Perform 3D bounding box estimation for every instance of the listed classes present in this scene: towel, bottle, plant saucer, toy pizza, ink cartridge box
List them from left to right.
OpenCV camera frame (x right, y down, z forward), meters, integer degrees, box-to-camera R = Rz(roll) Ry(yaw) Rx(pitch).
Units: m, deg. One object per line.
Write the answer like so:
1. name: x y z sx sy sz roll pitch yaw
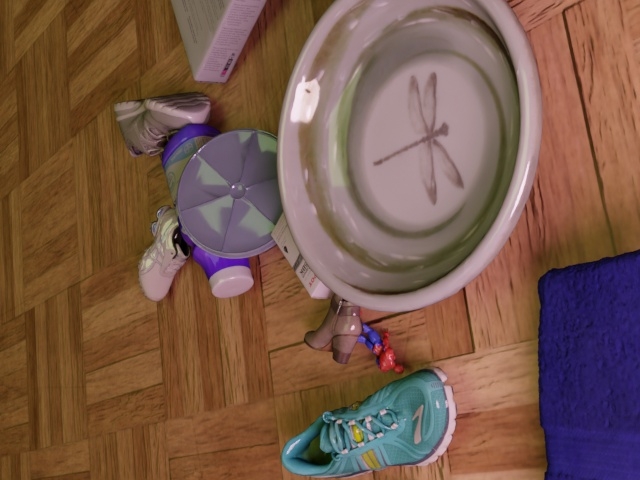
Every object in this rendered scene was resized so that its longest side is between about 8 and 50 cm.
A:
1. bottle: -0.174 -0.046 1.355 0.118 0.092 0.283 -41 56 38
2. ink cartridge box: -0.162 -0.481 1.363 0.330 0.071 0.324 -49 51 48
3. toy pizza: -0.118 -0.069 1.270 0.201 0.032 0.201 -4 76 14
4. ink cartridge box: 0.000 0.000 1.163 0.135 0.056 0.099 55 126 39
5. plant saucer: 0.106 -0.116 0.998 0.400 0.100 0.400 -4 84 48
6. towel: 0.280 0.166 0.742 0.227 0.076 0.308 156 115 -66

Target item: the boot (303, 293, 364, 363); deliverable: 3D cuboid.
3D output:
1. boot: 0.018 0.106 1.113 0.118 0.042 0.087 22 106 57

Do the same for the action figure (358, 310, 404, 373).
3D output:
1. action figure: 0.072 0.133 1.082 0.115 0.030 0.038 49 128 49

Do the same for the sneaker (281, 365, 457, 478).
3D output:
1. sneaker: 0.057 0.235 1.029 0.275 0.110 0.107 -39 57 41

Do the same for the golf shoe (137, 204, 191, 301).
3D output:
1. golf shoe: -0.266 0.030 1.487 0.086 0.069 0.176 24 106 43

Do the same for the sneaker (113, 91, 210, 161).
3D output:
1. sneaker: -0.270 -0.198 1.508 0.281 0.105 0.115 9 110 57
